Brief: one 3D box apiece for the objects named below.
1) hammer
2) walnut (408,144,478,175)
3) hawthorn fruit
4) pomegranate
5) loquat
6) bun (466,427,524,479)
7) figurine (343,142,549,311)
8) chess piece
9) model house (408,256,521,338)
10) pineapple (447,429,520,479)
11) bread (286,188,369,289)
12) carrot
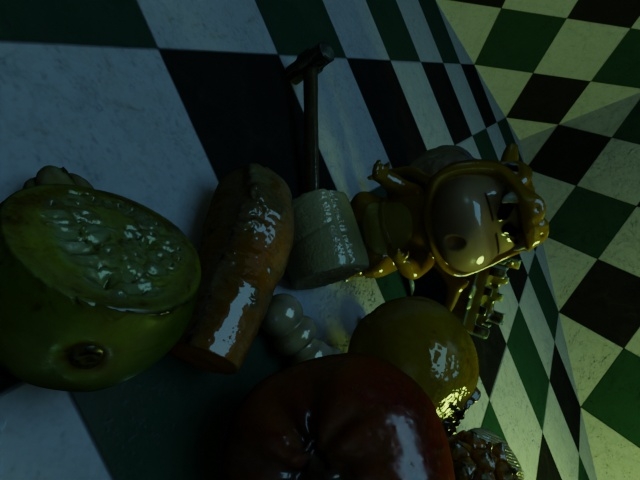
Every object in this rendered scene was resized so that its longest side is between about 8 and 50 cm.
[{"bbox_3d":[-0.022,-0.218,1.006,0.044,0.111,0.365,15,67,-42],"label":"hammer"},{"bbox_3d":[0.343,-0.133,1.366,0.248,0.248,0.248,33,47,-44],"label":"walnut"},{"bbox_3d":[0.033,0.282,0.640,0.298,0.277,0.276,23,53,-68],"label":"hawthorn fruit"},{"bbox_3d":[-0.243,0.038,0.474,0.241,0.159,0.190,42,23,6],"label":"pomegranate"},{"bbox_3d":[0.156,0.214,0.840,0.244,0.244,0.243,33,47,-44],"label":"loquat"},{"bbox_3d":[0.375,0.527,1.151,0.173,0.113,0.166,44,29,2],"label":"bun"},{"bbox_3d":[0.226,-0.056,1.009,0.268,0.387,0.400,54,27,-49],"label":"figurine"},{"bbox_3d":[-0.031,0.159,0.775,0.170,0.094,0.094,57,34,-12],"label":"chess piece"},{"bbox_3d":[0.359,0.112,1.265,0.224,0.215,0.198,-11,114,-57],"label":"model house"},{"bbox_3d":[0.169,0.414,0.802,0.272,0.263,0.262,30,49,-41],"label":"pineapple"},{"bbox_3d":[0.000,0.000,0.864,0.148,0.134,0.141,19,52,-65],"label":"bread"},{"bbox_3d":[-0.111,0.029,0.692,0.139,0.139,0.301,41,48,-38],"label":"carrot"}]
